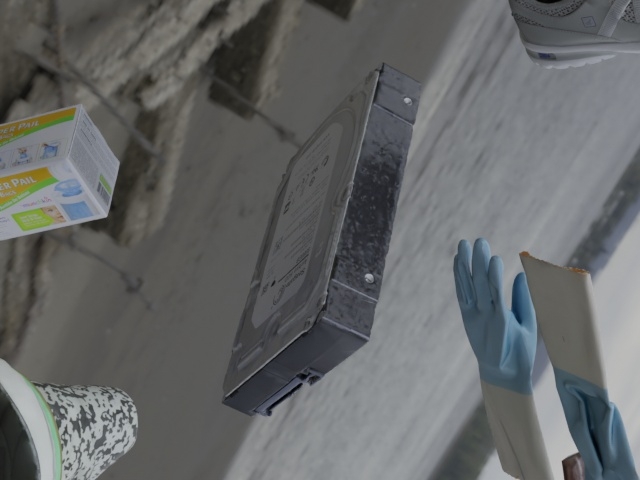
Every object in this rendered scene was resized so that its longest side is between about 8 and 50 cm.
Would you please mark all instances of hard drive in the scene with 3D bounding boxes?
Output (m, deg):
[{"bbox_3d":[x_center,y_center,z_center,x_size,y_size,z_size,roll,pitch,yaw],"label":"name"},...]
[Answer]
[{"bbox_3d":[0.000,0.000,1.312,0.237,0.064,0.338,-43,-153,51],"label":"hard drive"}]

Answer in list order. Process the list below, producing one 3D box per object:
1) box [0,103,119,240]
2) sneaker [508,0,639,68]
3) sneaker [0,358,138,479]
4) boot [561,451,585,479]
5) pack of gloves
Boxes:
[{"bbox_3d":[-0.380,-0.082,1.580,0.103,0.203,0.114,-87,158,-43],"label":"box"},{"bbox_3d":[0.293,-0.232,1.122,0.115,0.281,0.105,44,48,-38],"label":"sneaker"},{"bbox_3d":[-0.274,0.206,0.842,0.410,0.158,0.182,-32,162,29],"label":"sneaker"},{"bbox_3d":[0.264,0.281,1.306,0.106,0.037,0.114,-5,93,-47],"label":"boot"},{"bbox_3d":[0.187,0.104,0.965,0.046,0.232,0.195,-24,-161,-21],"label":"pack of gloves"}]
